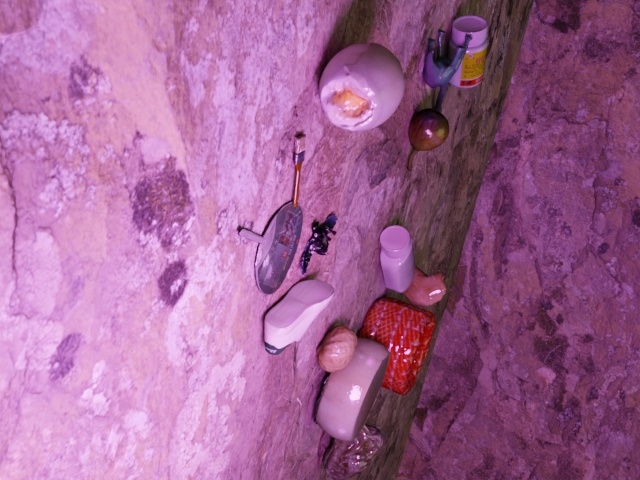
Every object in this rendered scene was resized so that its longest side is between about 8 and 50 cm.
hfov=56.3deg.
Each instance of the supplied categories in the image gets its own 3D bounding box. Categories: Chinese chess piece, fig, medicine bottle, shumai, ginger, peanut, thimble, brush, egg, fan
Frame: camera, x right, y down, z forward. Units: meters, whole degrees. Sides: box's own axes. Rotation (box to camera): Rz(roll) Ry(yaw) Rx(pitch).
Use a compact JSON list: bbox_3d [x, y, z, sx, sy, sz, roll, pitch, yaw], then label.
[{"bbox_3d":[0.112,0.500,2.032,0.349,0.146,0.349,-56,160,-33],"label":"Chinese chess piece"},{"bbox_3d":[0.342,-0.335,2.056,0.149,0.149,0.245,-41,162,-52],"label":"fig"},{"bbox_3d":[0.283,0.065,2.199,0.161,0.111,0.296,-64,159,-22],"label":"medicine bottle"},{"bbox_3d":[0.081,0.745,2.234,0.261,0.222,0.225,-46,-167,15],"label":"shumai"},{"bbox_3d":[0.389,0.178,2.363,0.152,0.267,0.138,-47,133,-22],"label":"ginger"},{"bbox_3d":[0.056,0.337,1.862,0.159,0.109,0.141,-47,168,-38],"label":"peanut"},{"bbox_3d":[0.284,0.403,2.307,0.350,0.230,0.350,-53,153,-42],"label":"thimble"},{"bbox_3d":[-0.051,-0.155,1.345,0.043,0.014,0.170,-40,141,-58],"label":"brush"},{"bbox_3d":[0.097,-0.347,1.335,0.217,0.183,0.183,-57,155,-49],"label":"egg"},{"bbox_3d":[-0.097,-0.011,1.357,0.223,0.012,0.294,-59,156,-29],"label":"fan"},{"bbox_3d":[0.528,-0.676,2.156,0.139,0.139,0.225,-56,153,-34],"label":"medicine bottle"}]

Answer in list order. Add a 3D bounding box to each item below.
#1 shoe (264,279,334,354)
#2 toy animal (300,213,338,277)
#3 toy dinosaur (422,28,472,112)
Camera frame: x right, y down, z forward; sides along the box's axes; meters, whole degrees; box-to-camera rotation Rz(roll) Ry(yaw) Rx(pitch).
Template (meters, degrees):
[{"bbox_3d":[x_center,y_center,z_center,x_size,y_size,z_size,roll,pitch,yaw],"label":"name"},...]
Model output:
[{"bbox_3d":[-0.060,0.191,1.512,0.265,0.095,0.110,-30,140,-52],"label":"shoe"},{"bbox_3d":[0.000,0.000,1.556,0.220,0.062,0.108,-59,173,-32],"label":"toy animal"},{"bbox_3d":[0.392,-0.524,2.033,0.383,0.129,0.331,-42,152,-50],"label":"toy dinosaur"}]
